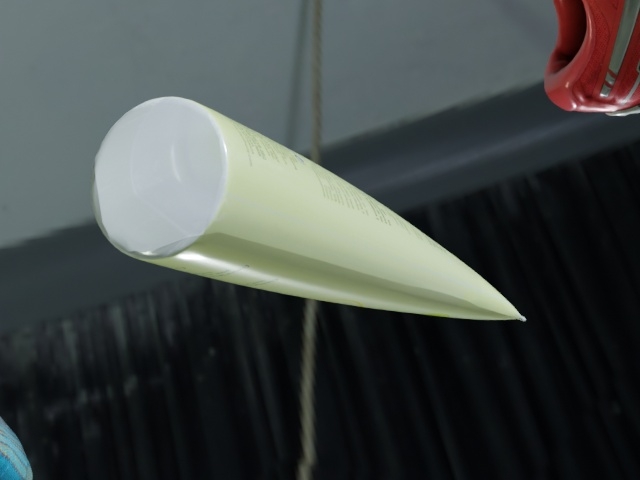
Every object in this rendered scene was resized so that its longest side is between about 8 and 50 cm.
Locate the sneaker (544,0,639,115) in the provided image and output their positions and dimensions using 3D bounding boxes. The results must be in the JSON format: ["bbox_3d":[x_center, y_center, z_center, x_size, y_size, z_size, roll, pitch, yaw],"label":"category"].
[{"bbox_3d":[0.117,-0.188,0.889,0.118,0.107,0.279,-18,106,-3],"label":"sneaker"}]

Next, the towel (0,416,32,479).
[{"bbox_3d":[-0.252,-0.059,0.937,0.040,0.271,0.370,-27,131,-9],"label":"towel"}]

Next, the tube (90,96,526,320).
[{"bbox_3d":[0.000,0.000,0.776,0.062,0.070,0.240,-29,158,21],"label":"tube"}]
